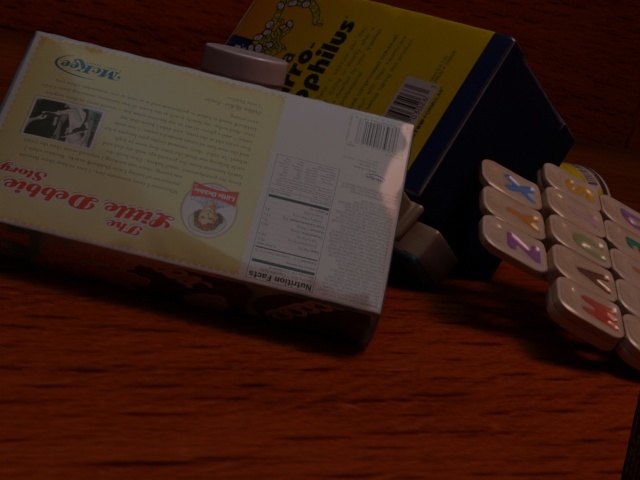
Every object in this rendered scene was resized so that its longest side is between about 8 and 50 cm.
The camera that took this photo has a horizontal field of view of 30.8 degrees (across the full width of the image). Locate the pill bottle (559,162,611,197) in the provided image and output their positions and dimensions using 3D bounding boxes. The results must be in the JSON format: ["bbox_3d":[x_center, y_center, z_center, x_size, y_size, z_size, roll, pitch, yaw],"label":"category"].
[{"bbox_3d":[0.259,-0.045,1.450,0.215,0.117,0.117,3,16,-42],"label":"pill bottle"}]

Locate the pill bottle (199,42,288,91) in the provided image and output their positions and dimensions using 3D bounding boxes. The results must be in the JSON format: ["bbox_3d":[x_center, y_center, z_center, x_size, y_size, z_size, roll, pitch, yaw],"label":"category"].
[{"bbox_3d":[-0.091,-0.093,1.116,0.108,0.180,0.108,14,12,-3],"label":"pill bottle"}]

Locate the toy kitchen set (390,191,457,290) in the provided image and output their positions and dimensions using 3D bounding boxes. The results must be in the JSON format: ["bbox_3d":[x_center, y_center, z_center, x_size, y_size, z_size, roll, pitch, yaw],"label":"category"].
[{"bbox_3d":[0.000,0.000,1.090,0.122,0.166,0.207,28,-19,46],"label":"toy kitchen set"}]

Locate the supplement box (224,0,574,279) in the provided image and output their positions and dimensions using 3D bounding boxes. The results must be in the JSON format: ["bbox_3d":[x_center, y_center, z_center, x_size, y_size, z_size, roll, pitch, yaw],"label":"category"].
[{"bbox_3d":[0.062,-0.133,1.291,0.357,0.195,0.194,24,-13,39],"label":"supplement box"}]

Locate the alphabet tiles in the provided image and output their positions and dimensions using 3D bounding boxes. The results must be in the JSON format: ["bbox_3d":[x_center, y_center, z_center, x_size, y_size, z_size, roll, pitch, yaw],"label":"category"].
[{"bbox_3d":[0.271,0.022,1.099,0.278,0.021,0.284,29,29,-9],"label":"alphabet tiles"}]

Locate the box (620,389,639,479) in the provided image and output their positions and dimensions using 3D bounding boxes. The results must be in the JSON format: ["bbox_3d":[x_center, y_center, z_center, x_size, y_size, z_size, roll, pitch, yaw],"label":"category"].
[{"bbox_3d":[0.262,0.113,0.539,0.203,0.168,0.167,12,3,4],"label":"box"}]

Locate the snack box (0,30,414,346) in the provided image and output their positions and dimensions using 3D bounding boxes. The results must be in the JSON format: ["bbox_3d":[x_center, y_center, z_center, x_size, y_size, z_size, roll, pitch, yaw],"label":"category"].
[{"bbox_3d":[-0.098,-0.044,0.914,0.322,0.060,0.187,14,57,-2],"label":"snack box"}]
